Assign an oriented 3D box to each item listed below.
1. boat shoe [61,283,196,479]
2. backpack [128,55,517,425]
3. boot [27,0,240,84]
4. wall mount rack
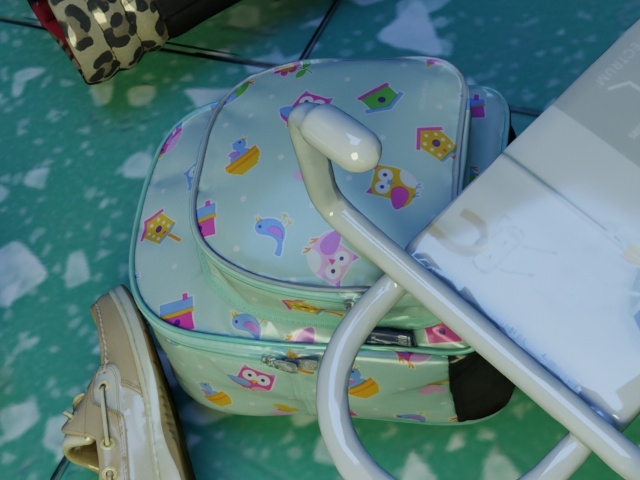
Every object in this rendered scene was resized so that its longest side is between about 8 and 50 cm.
[{"bbox_3d":[-0.099,0.095,0.724,0.059,0.063,0.170,-18,50,-4],"label":"boat shoe"},{"bbox_3d":[0.000,0.000,0.717,0.188,0.144,0.166,-5,57,18],"label":"backpack"},{"bbox_3d":[-0.098,-0.275,0.972,0.284,0.138,0.377,-31,56,-7],"label":"boot"},{"bbox_3d":[0.166,-0.012,0.551,0.304,0.130,0.350,40,75,22],"label":"wall mount rack"}]
